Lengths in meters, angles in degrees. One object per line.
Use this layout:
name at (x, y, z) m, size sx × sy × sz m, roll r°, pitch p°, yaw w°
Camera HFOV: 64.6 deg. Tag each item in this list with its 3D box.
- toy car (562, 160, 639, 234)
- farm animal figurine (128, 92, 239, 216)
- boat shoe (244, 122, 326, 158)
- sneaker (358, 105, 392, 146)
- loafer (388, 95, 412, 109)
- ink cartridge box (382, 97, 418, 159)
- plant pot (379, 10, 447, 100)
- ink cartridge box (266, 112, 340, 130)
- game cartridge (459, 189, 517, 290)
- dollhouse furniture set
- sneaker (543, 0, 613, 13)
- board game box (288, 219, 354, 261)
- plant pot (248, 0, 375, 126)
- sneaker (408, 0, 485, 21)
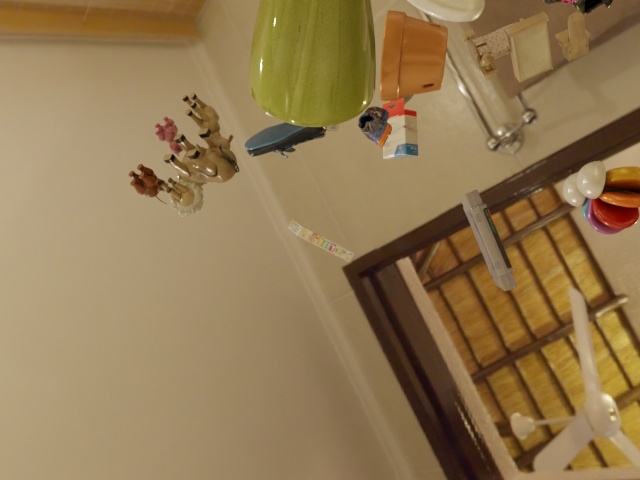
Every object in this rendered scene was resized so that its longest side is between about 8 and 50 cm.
toy car at (0.596, -0.081, 1.033) m, size 0.159 × 0.182 × 0.136 m, roll 3°, pitch -97°, yaw 7°
farm animal figurine at (-0.330, -0.220, 1.365) m, size 0.172 × 0.327 × 0.330 m, roll 44°, pitch -107°, yaw -43°
boat shoe at (-0.093, -0.294, 1.501) m, size 0.258 × 0.089 × 0.109 m, roll -20°, pitch -137°, yaw -7°
sneaker at (0.157, -0.364, 1.535) m, size 0.087 × 0.083 × 0.221 m, roll 25°, pitch -155°, yaw -17°
loafer at (0.382, -0.677, 2.290) m, size 0.087 × 0.251 × 0.094 m, roll 49°, pitch -178°, yaw -2°
ink cartridge box at (0.327, -0.456, 2.088) m, size 0.078 × 0.134 × 0.231 m, roll -2°, pitch -90°, yaw -37°
plant pot at (0.316, -0.618, 1.712) m, size 0.203 × 0.291 × 0.291 m, roll 5°, pitch -124°, yaw 9°
ink cartridge box at (-0.053, -0.515, 1.770) m, size 0.121 × 0.289 × 0.211 m, roll -9°, pitch -64°, yaw -40°
game cartridge at (0.590, -0.005, 1.784) m, size 0.230 × 0.068 × 0.355 m, roll -2°, pitch -110°, yaw -83°
dollhouse furniture set at (0.627, -0.689, 1.610) m, size 0.174 × 0.303 × 0.355 m, roll 56°, pitch -160°, yaw -43°
sneaker at (0.563, -0.533, 1.106) m, size 0.063 × 0.170 × 0.075 m, roll 11°, pitch -88°, yaw -46°
board game box at (0.000, 0.000, 1.277) m, size 0.154 × 0.103 × 0.026 m, roll 27°, pitch -87°, yaw -20°
plant pot at (-0.009, -0.422, 0.973) m, size 0.275 × 0.293 × 0.274 m, roll 2°, pitch -123°, yaw -3°
sneaker at (0.109, -0.334, 0.548) m, size 0.080 × 0.094 × 0.212 m, roll -38°, pitch -97°, yaw -32°
